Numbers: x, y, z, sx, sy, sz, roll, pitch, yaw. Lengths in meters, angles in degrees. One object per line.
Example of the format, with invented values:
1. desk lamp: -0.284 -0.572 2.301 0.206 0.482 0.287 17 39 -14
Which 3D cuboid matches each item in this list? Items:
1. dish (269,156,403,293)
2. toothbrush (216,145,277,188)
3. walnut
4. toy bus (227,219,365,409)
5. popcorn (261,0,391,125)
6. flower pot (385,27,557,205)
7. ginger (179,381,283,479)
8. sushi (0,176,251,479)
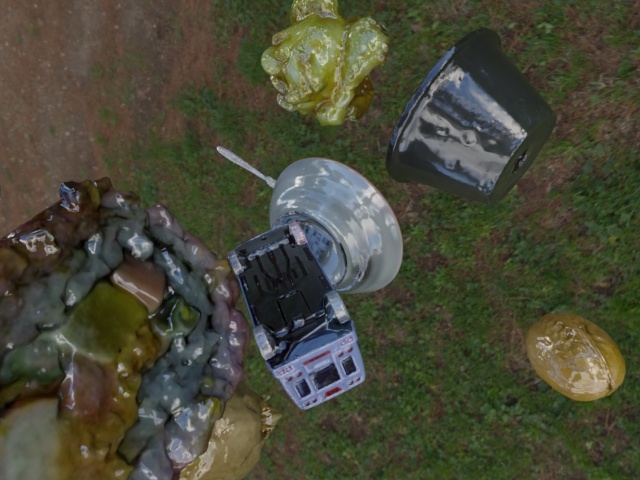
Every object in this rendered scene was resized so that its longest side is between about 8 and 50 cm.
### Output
1. dish: 0.000 0.000 0.825 0.260 0.085 0.260 22 132 27
2. toothbrush: -0.229 -0.231 1.554 0.307 0.029 0.025 34 83 32
3. walnut: 0.516 0.233 1.036 0.207 0.159 0.159 -120 36 -55
4. toy bus: -0.024 0.053 0.423 0.167 0.073 0.076 -121 7 -55
5. popcorn: 0.003 -0.453 1.213 0.321 0.289 0.326 -105 -3 -54
6. flower pot: 0.244 -0.162 0.778 0.166 0.269 0.269 43 129 22
7. ginger: -0.177 0.251 0.641 0.152 0.267 0.138 -120 30 -72
8. sushi: -0.184 0.105 0.381 0.170 0.270 0.237 -22 116 30
